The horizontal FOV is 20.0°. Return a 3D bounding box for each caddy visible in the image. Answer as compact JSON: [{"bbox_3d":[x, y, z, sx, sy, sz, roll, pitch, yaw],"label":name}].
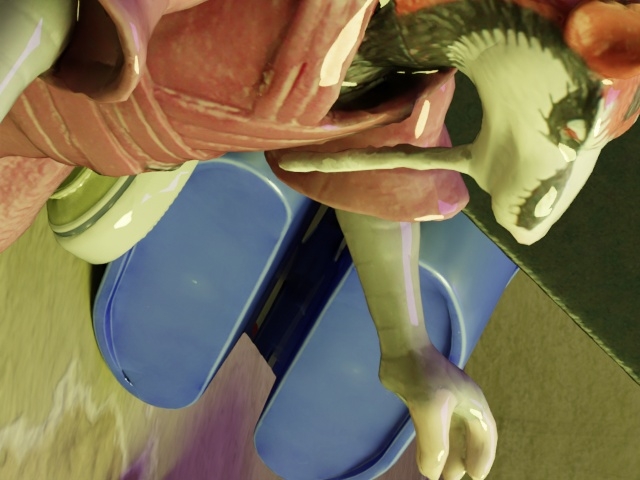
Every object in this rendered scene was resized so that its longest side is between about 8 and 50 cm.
[{"bbox_3d":[0.000,0.000,1.163,0.179,0.241,0.341,-60,180,-39],"label":"caddy"}]

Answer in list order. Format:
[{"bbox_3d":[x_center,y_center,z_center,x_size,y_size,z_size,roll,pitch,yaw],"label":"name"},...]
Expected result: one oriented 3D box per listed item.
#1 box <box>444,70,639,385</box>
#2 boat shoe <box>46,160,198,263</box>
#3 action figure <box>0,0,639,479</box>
[{"bbox_3d":[0.158,-0.193,0.863,0.480,0.297,0.472,41,21,-46],"label":"box"},{"bbox_3d":[-0.106,-0.135,1.045,0.094,0.109,0.302,32,64,-36],"label":"boat shoe"},{"bbox_3d":[-0.059,-0.074,0.531,0.248,0.370,0.276,35,56,-65],"label":"action figure"}]
